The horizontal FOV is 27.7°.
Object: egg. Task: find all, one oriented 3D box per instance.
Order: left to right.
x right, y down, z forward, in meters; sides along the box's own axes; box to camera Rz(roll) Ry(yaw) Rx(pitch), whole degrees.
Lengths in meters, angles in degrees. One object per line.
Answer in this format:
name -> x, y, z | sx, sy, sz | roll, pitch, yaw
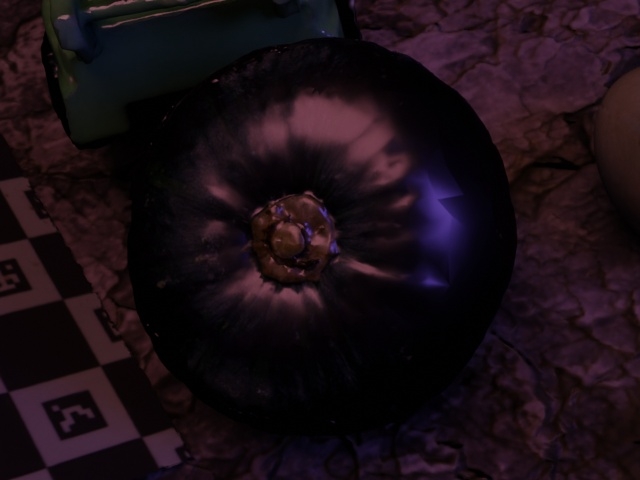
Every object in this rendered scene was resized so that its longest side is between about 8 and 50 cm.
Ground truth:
egg -> 0.231, -0.049, 0.796 | 0.114, 0.114, 0.152 | -30, 56, -9

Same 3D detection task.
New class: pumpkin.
pumpkin -> 0.000, 0.000, 0.757 | 0.233, 0.163, 0.233 | 0, 90, 6

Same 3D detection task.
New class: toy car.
toy car -> -0.090, -0.191, 0.902 | 0.213, 0.176, 0.358 | -12, 42, 3

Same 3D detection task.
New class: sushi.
sushi -> -0.316, 0.074, 0.835 | 0.343, 0.064, 0.359 | -15, 50, -31
